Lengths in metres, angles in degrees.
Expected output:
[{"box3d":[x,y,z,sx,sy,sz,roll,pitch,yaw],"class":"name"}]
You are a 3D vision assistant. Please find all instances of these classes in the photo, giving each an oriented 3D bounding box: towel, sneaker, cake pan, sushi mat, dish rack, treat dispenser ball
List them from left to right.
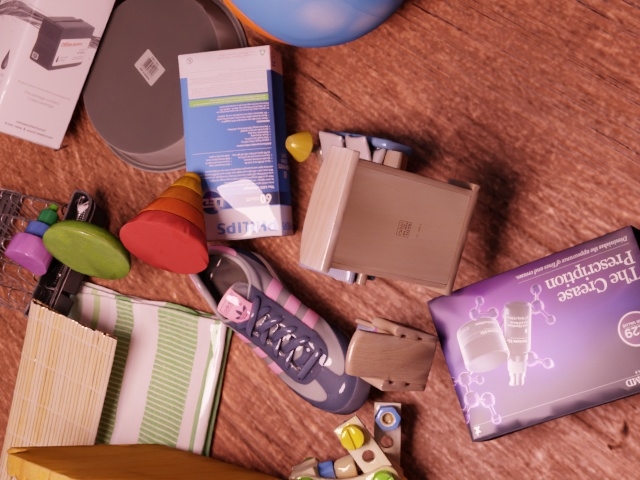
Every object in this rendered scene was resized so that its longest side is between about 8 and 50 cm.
[{"box3d":[-0.472,0.012,1.592,0.271,0.074,0.208,12,74,29],"class":"dish rack"},{"box3d":[-0.392,0.254,1.496,0.151,0.019,0.316,20,108,14],"class":"sushi mat"},{"box3d":[-0.289,0.201,1.523,0.325,0.038,0.248,9,90,27],"class":"towel"},{"box3d":[-0.245,-0.251,1.540,0.293,0.054,0.293,-3,83,26],"class":"cake pan"},{"box3d":[-0.069,0.116,1.345,0.319,0.131,0.112,39,102,35],"class":"sneaker"},{"box3d":[-0.009,-0.392,1.303,0.288,0.288,0.288,-3,83,27],"class":"treat dispenser ball"}]

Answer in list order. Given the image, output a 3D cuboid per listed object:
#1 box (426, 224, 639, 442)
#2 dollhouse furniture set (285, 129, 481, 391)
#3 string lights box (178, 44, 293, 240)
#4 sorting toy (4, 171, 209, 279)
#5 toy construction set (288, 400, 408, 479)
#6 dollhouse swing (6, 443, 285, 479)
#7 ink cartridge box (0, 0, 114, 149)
[{"box3d":[0.284,0.115,1.207,0.261,0.103,0.184,-23,77,23],"class":"box"},{"box3d":[0.000,0.000,1.264,0.303,0.198,0.286,20,96,54],"class":"dollhouse furniture set"},{"box3d":[-0.117,-0.131,1.414,0.133,0.077,0.260,-3,91,12],"class":"string lights box"},{"box3d":[-0.288,-0.029,1.417,0.365,0.127,0.126,-5,53,35],"class":"sorting toy"},{"box3d":[0.063,0.385,1.273,0.215,0.151,0.328,-24,76,3],"class":"toy construction set"},{"box3d":[-0.210,0.425,1.257,0.347,0.315,0.305,-2,83,54],"class":"dollhouse swing"},{"box3d":[-0.453,-0.326,1.581,0.223,0.129,0.307,28,97,45],"class":"ink cartridge box"}]
